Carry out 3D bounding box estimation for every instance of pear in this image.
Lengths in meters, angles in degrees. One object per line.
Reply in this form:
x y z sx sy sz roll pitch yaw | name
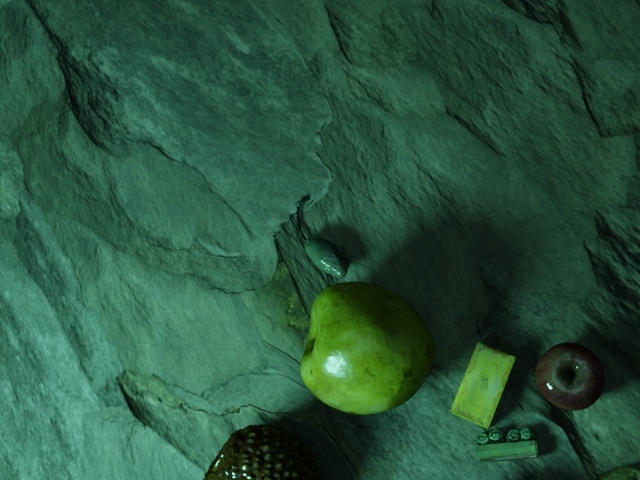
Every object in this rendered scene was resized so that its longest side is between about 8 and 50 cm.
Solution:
0.109 0.243 1.864 0.304 0.304 0.304 -3 74 9 | pear

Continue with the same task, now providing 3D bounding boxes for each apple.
0.560 0.306 1.852 0.153 0.120 0.153 -3 68 7 | apple

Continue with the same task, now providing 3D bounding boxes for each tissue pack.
0.376 0.335 1.906 0.095 0.062 0.176 22 80 15 | tissue pack

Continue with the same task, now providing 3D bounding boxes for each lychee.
-0.129 0.548 1.843 0.267 0.267 0.267 -3 74 9 | lychee

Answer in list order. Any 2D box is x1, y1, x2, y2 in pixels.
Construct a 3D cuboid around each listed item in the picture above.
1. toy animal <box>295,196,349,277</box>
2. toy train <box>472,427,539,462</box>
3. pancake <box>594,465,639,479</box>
-0.009 0.003 2.076 0.079 0.070 0.253 -15 54 -31 | toy animal
0.422 0.465 1.873 0.148 0.038 0.071 -7 73 9 | toy train
0.656 0.633 1.744 0.294 0.049 0.294 -12 55 17 | pancake
